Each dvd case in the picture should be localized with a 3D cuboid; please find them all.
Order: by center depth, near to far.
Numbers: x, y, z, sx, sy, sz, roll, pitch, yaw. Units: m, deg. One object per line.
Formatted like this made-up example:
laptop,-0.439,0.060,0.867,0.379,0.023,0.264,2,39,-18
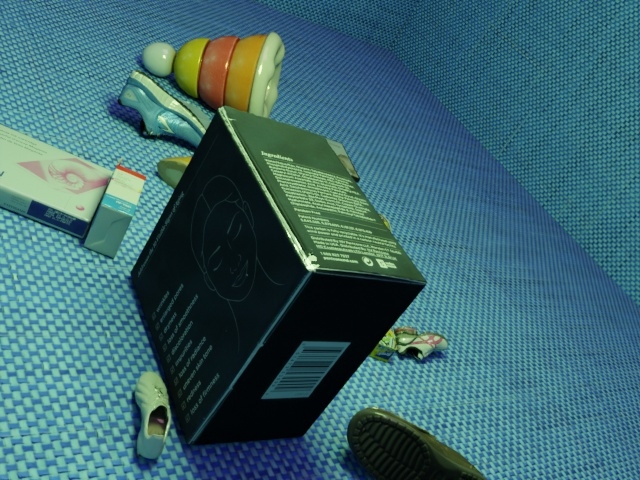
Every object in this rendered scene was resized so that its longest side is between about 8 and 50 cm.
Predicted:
dvd case,0.040,-0.322,2.682,0.181,0.022,0.253,15,33,-29

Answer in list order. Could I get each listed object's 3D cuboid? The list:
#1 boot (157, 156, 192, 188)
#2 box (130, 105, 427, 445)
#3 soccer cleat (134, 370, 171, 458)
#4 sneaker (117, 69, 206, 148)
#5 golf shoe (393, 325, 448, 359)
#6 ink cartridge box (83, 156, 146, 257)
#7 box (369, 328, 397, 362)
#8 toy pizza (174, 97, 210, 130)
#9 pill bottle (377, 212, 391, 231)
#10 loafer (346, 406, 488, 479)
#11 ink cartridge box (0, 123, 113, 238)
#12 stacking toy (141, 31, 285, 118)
boot,-0.289,-0.215,2.003,0.295,0.104,0.211,13,38,17
box,-0.120,0.076,1.435,0.298,0.479,0.471,8,37,-40
soccer cleat,-0.305,0.311,1.305,0.068,0.076,0.196,18,32,-25
sneaker,-0.472,-0.364,2.147,0.330,0.147,0.130,39,6,-28
golf shoe,0.277,0.292,1.943,0.186,0.067,0.085,14,60,-31
ink cartridge box,-0.481,-0.084,1.677,0.078,0.134,0.231,23,31,-17
box,0.157,0.243,1.894,0.059,0.054,0.168,22,31,-19
toy pizza,-0.452,-0.401,2.303,0.201,0.032,0.201,25,30,-16
pill bottle,0.123,-0.018,2.197,0.117,0.117,0.215,45,31,20
loafer,0.203,0.476,1.538,0.366,0.133,0.130,37,4,-14
ink cartridge box,-0.677,-0.175,1.695,0.324,0.071,0.330,23,32,-17
stacking toy,-0.387,-0.599,2.474,0.480,0.350,0.350,14,30,2
